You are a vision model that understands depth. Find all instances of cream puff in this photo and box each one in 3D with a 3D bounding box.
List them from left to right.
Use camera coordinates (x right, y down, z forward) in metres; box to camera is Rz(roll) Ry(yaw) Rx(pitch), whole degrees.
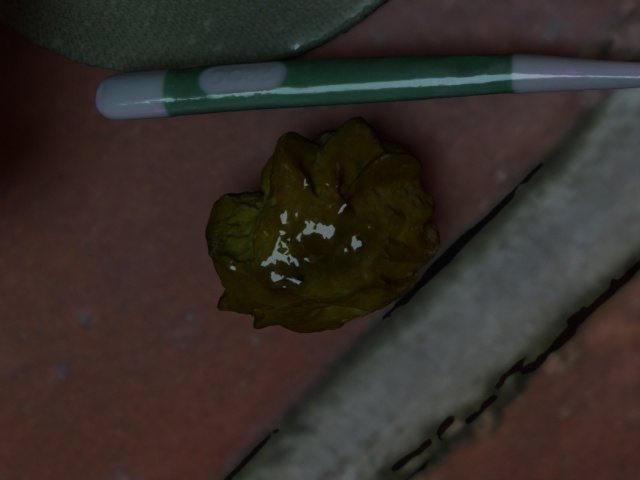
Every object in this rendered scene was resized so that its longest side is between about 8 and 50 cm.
[{"bbox_3d":[0.000,0.000,0.494,0.083,0.058,0.083,-3,110,17],"label":"cream puff"}]

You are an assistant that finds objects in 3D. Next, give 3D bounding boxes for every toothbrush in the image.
[{"bbox_3d":[0.045,-0.054,0.471,0.257,0.018,0.024,-2,152,15],"label":"toothbrush"}]

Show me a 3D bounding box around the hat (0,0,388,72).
[{"bbox_3d":[-0.074,-0.159,0.422,0.257,0.130,0.257,6,110,15],"label":"hat"}]
